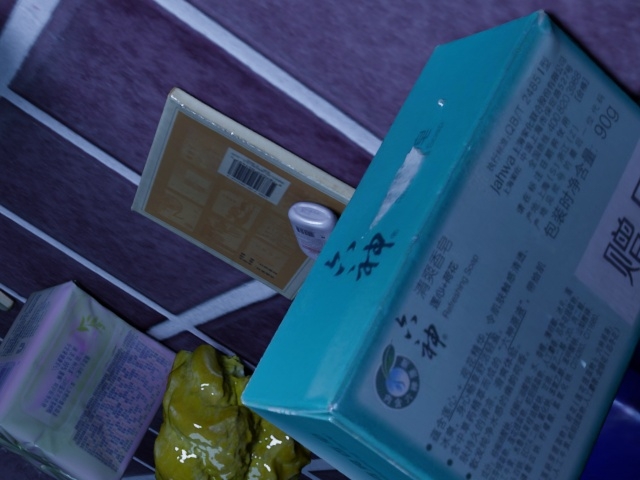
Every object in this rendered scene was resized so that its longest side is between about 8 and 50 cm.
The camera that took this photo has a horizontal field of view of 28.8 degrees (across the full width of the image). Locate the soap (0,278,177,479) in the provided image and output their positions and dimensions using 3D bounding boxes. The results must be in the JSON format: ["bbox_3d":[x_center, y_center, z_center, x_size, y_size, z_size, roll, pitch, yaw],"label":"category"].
[{"bbox_3d":[-0.297,0.178,1.501,0.182,0.199,0.138,38,153,-25],"label":"soap"}]

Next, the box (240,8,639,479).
[{"bbox_3d":[0.088,0.022,0.659,0.153,0.244,0.092,40,158,-23],"label":"box"}]

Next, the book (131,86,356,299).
[{"bbox_3d":[-0.065,-0.030,1.019,0.170,0.018,0.241,30,157,-4],"label":"book"}]

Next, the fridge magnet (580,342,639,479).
[{"bbox_3d":[0.172,0.121,0.949,0.266,0.112,0.265,25,158,11],"label":"fridge magnet"}]

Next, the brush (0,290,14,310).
[{"bbox_3d":[-0.530,-0.003,1.608,0.336,0.020,0.085,40,155,-27],"label":"brush"}]

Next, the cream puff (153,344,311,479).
[{"bbox_3d":[-0.099,0.231,1.432,0.195,0.194,0.221,24,162,10],"label":"cream puff"}]

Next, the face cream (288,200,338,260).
[{"bbox_3d":[0.000,0.000,0.960,0.040,0.021,0.083,17,154,19],"label":"face cream"}]
